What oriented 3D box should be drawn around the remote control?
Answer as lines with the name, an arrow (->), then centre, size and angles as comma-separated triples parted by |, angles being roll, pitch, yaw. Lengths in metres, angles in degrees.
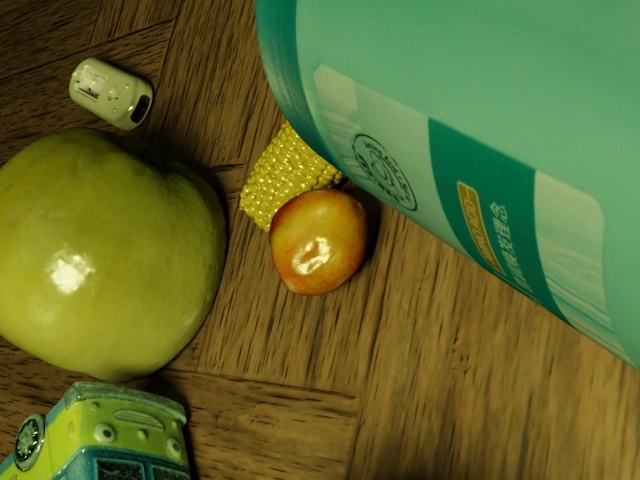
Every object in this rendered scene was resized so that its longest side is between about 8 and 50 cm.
remote control -> -0.314, -0.220, 1.302 | 0.221, 0.042, 0.078 | 31, 93, 49

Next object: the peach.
peach -> 0.002, 0.000, 0.832 | 0.101, 0.101, 0.100 | -22, 57, 38

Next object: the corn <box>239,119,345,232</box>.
corn -> 0.015, -0.114, 0.876 | 0.260, 0.091, 0.091 | -48, 9, 20

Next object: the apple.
apple -> -0.273, 0.003, 1.008 | 0.295, 0.233, 0.257 | 34, 101, 48

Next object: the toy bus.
toy bus -> -0.270, 0.306, 0.922 | 0.312, 0.152, 0.190 | -44, 44, 23

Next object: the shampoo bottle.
shampoo bottle -> 0.185, -0.121, 0.521 | 0.343, 0.331, 0.331 | 39, 100, 47
